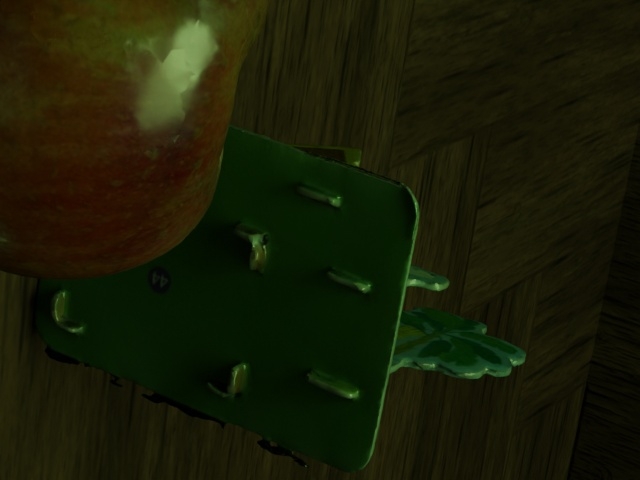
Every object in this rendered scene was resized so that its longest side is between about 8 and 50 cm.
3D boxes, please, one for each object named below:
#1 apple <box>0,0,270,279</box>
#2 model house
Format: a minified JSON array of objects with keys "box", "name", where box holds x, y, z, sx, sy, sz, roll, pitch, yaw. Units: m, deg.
[{"box":[-0.182,-0.125,1.302,0.301,0.301,0.301,-41,141,-45],"name":"apple"},{"box":[0.000,0.000,1.583,0.313,0.357,0.242,-21,123,-54],"name":"model house"}]
